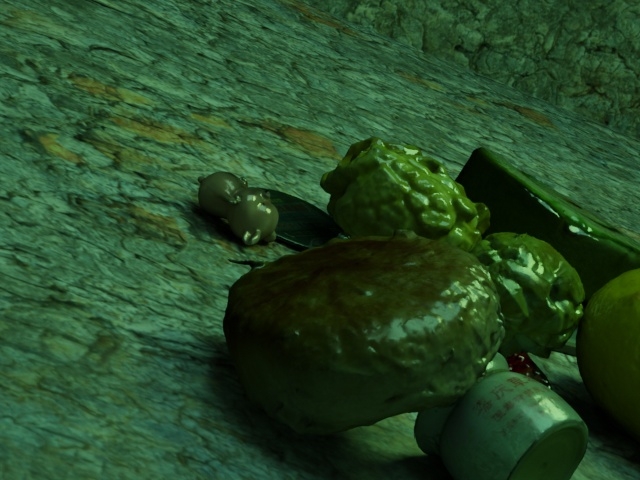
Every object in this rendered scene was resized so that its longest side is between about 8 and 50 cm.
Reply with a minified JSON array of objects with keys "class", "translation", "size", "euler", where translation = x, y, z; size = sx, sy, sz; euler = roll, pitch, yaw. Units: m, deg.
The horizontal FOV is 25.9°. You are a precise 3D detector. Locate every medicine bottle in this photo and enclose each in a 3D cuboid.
[{"class":"medicine bottle","translation":[0.197,0.212,1.526],"size":[0.147,0.147,0.143],"euler":[4,27,-48]}]

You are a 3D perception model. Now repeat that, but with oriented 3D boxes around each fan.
[{"class":"fan","translation":[-0.006,-0.013,2.071],"size":[0.294,0.012,0.223],"euler":[26,17,-2]}]

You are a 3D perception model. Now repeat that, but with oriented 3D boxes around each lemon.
[{"class":"lemon","translation":[0.480,0.160,1.883],"size":[0.261,0.260,0.284],"euler":[20,23,-17]}]

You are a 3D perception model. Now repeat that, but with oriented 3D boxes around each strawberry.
[{"class":"strawberry","translation":[0.247,0.213,1.667],"size":[0.140,0.085,0.192],"euler":[68,-1,-45]}]

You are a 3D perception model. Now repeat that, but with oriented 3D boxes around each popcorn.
[{"class":"popcorn","translation":[0.108,-0.055,2.037],"size":[0.225,0.173,0.286],"euler":[30,13,-42]},{"class":"popcorn","translation":[0.254,0.086,1.909],"size":[0.198,0.212,0.198],"euler":[37,-10,7]}]

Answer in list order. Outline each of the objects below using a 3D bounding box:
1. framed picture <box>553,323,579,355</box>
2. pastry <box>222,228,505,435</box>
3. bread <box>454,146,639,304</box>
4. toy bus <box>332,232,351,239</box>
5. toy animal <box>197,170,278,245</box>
[{"class":"framed picture","translation":[0.321,0.110,2.158],"size":[0.289,0.016,0.213],"euler":[16,21,-29]},{"class":"pastry","translation":[0.048,0.088,1.503],"size":[0.330,0.136,0.329],"euler":[-10,21,4]},{"class":"bread","translation":[0.381,-0.014,2.344],"size":[0.382,0.129,0.366],"euler":[40,13,35]},{"class":"toy bus","translation":[0.063,0.071,1.834],"size":[0.089,0.081,0.195],"euler":[24,16,-38]},{"class":"toy animal","translation":[-0.114,-0.047,1.927],"size":[0.083,0.089,0.150],"euler":[-22,51,-38]}]
